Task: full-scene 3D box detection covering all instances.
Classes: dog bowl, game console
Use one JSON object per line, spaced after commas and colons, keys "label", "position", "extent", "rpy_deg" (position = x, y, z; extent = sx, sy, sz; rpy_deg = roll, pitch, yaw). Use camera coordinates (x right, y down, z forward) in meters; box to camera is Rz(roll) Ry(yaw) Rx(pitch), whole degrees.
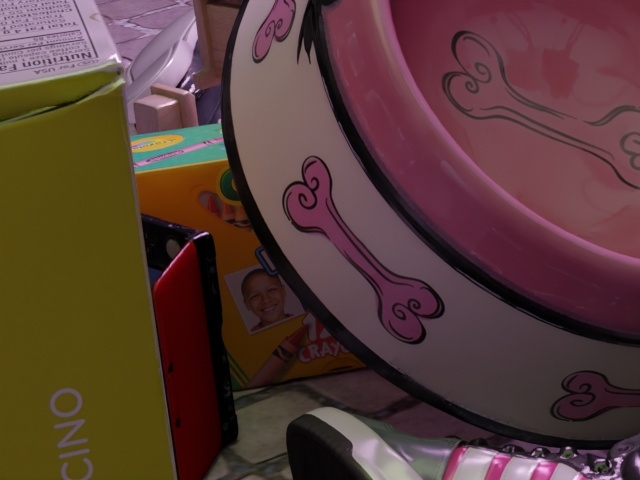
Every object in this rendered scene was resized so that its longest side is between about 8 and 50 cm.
{"label": "dog bowl", "position": [0.155, -0.087, 1.192], "extent": [0.408, 0.408, 0.150], "rpy_deg": [-21, -18, -31]}
{"label": "game console", "position": [-0.103, 0.069, 1.207], "extent": [0.085, 0.144, 0.124], "rpy_deg": [-24, 28, -39]}

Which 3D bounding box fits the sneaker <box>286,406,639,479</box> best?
{"label": "sneaker", "position": [0.125, 0.138, 0.990], "extent": [0.178, 0.124, 0.295], "rpy_deg": [-24, 35, -27]}

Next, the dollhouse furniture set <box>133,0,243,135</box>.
{"label": "dollhouse furniture set", "position": [-0.009, -0.169, 1.490], "extent": [0.174, 0.356, 0.303], "rpy_deg": [-22, 26, -36]}

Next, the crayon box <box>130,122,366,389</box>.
{"label": "crayon box", "position": [0.000, 0.000, 1.321], "extent": [0.278, 0.165, 0.081], "rpy_deg": [-9, 22, -5]}

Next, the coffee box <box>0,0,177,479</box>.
{"label": "coffee box", "position": [-0.266, 0.045, 1.054], "extent": [0.338, 0.338, 0.334], "rpy_deg": [-10, 23, -10]}

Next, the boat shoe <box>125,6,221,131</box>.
{"label": "boat shoe", "position": [-0.123, -0.147, 1.833], "extent": [0.114, 0.091, 0.302], "rpy_deg": [-38, 14, 20]}
